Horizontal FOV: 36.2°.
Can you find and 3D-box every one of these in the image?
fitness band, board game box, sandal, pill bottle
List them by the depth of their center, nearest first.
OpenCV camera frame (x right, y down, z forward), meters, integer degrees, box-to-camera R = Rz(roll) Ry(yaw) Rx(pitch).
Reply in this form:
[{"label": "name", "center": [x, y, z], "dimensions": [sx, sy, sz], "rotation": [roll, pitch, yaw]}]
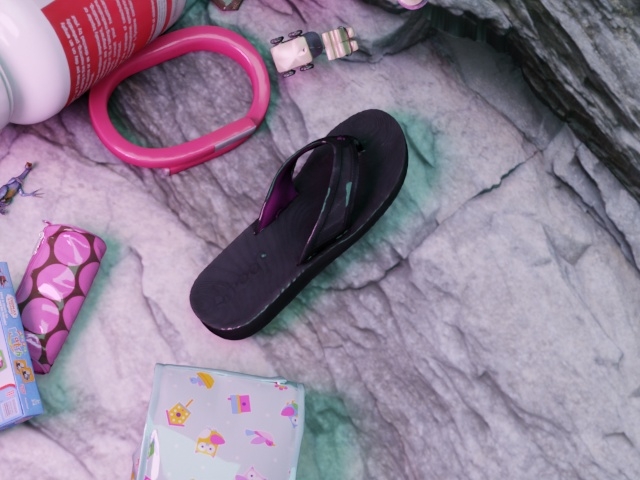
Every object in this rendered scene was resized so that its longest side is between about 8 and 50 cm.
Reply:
[{"label": "board game box", "center": [-0.459, 0.154, 1.314], "dimensions": [0.039, 0.160, 0.212], "rotation": [1, 67, -57]}, {"label": "pill bottle", "center": [-0.388, -0.308, 1.364], "dimensions": [0.229, 0.229, 0.408], "rotation": [38, 50, 2]}, {"label": "sandal", "center": [-0.021, -0.044, 1.449], "dimensions": [0.167, 0.107, 0.446], "rotation": [28, 67, 31]}, {"label": "fitness band", "center": [-0.216, -0.222, 1.529], "dimensions": [0.290, 0.054, 0.209], "rotation": [-25, 77, -18]}]

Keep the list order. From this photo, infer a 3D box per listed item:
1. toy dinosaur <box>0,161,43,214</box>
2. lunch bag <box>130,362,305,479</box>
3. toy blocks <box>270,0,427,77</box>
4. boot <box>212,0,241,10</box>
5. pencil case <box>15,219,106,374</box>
[{"label": "toy dinosaur", "center": [-0.457, -0.082, 1.441], "dimensions": [0.090, 0.047, 0.082], "rotation": [7, 53, 2]}, {"label": "lunch bag", "center": [-0.141, 0.303, 1.323], "dimensions": [0.223, 0.160, 0.262], "rotation": [10, 77, -7]}, {"label": "toy blocks", "center": [0.032, -0.462, 1.586], "dimensions": [0.288, 0.260, 0.309], "rotation": [-16, 102, 13]}, {"label": "boot", "center": [-0.191, -0.404, 1.599], "dimensions": [0.114, 0.037, 0.106], "rotation": [42, 72, -2]}, {"label": "pencil case", "center": [-0.386, 0.078, 1.379], "dimensions": [0.098, 0.095, 0.209], "rotation": [33, 65, -33]}]
